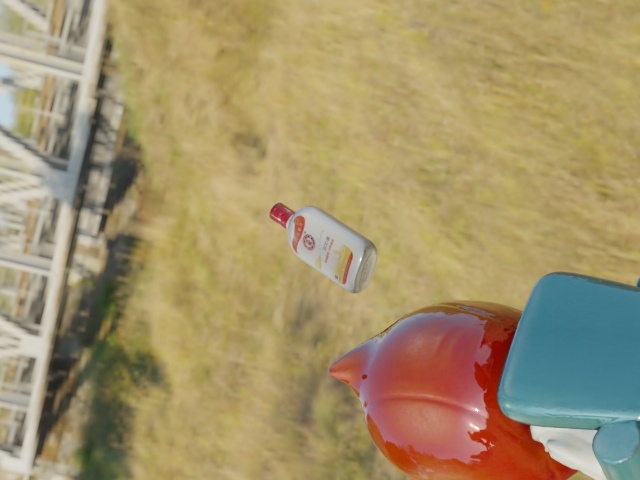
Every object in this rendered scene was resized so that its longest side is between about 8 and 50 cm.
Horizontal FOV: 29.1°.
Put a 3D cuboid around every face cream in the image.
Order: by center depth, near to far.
[{"bbox_3d":[0.000,0.000,0.804,0.021,0.083,0.040,-20,-46,-45],"label":"face cream"}]

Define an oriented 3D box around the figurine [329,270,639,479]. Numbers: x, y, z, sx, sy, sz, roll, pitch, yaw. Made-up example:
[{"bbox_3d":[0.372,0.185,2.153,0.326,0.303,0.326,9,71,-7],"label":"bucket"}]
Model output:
[{"bbox_3d":[0.065,0.048,0.363,0.140,0.075,0.068,-3,48,40],"label":"figurine"}]
